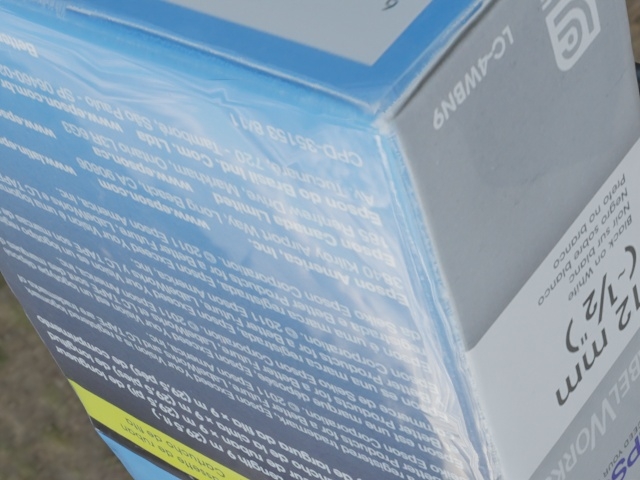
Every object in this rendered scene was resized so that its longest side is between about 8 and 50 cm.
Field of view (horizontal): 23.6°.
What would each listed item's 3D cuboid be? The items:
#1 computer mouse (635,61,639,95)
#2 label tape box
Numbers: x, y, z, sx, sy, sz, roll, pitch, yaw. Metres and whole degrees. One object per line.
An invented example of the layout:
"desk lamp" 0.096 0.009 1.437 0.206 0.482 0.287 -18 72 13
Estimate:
"computer mouse" 0.269 -0.052 0.900 0.242 0.071 0.041 20 90 11
"label tape box" -0.004 0.015 0.567 0.249 0.115 0.348 21 150 35
